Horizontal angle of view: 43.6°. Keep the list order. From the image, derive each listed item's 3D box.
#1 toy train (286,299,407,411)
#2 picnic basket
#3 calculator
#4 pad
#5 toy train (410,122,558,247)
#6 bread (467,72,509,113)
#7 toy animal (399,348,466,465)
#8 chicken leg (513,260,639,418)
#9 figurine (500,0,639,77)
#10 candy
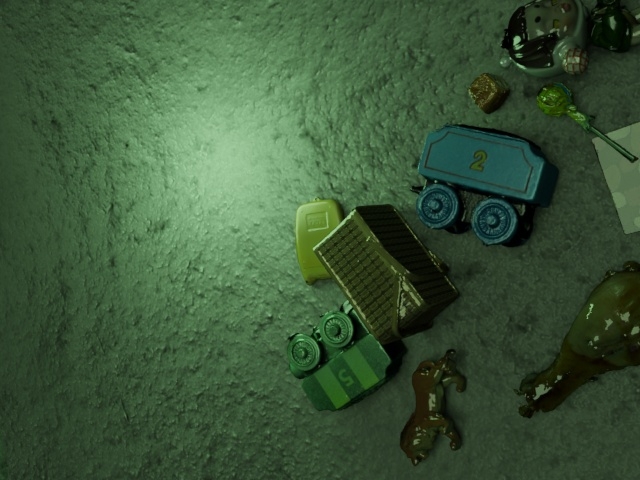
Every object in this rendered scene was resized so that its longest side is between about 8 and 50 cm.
[{"bbox_3d":[0.060,0.295,2.044,0.299,0.167,0.238,-40,80,24],"label":"toy train"},{"bbox_3d":[0.171,0.075,1.939,0.175,0.228,0.313,-43,72,25],"label":"picnic basket"},{"bbox_3d":[0.000,0.000,2.135,0.157,0.033,0.236,-8,86,29],"label":"calculator"},{"bbox_3d":[0.711,-0.144,1.767,0.158,0.003,0.235,-20,83,27],"label":"pad"},{"bbox_3d":[0.371,-0.130,1.855,0.300,0.188,0.265,17,95,30],"label":"toy train"},{"bbox_3d":[0.398,-0.348,1.882,0.070,0.083,0.076,-43,69,32],"label":"bread"},{"bbox_3d":[0.268,0.409,1.975,0.157,0.097,0.312,4,92,34],"label":"toy animal"},{"bbox_3d":[0.590,0.242,1.781,0.429,0.153,0.201,-53,56,27],"label":"chicken leg"},{"bbox_3d":[0.572,-0.458,1.749,0.370,0.167,0.281,-7,54,18],"label":"figurine"},{"bbox_3d":[0.597,-0.262,1.794,0.262,0.073,0.077,42,82,16],"label":"candy"}]
